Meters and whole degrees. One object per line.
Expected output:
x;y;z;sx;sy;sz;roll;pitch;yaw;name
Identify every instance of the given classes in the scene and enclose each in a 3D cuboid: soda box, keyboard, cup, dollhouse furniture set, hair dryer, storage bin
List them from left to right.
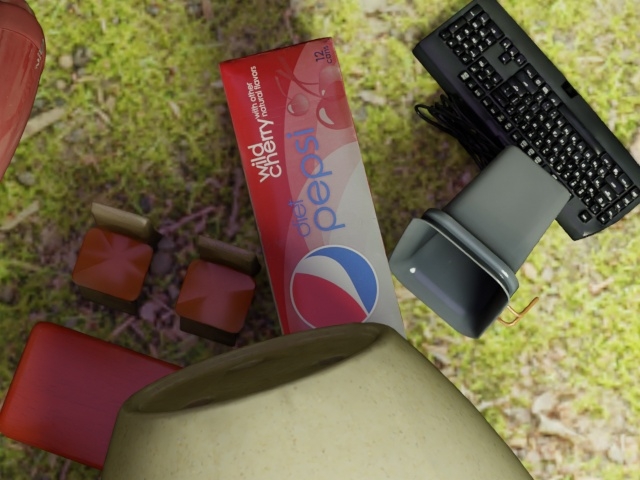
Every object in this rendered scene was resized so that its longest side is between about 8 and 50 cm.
-0.293;-0.098;1.217;0.223;0.080;0.293;-41;51;-5;hair dryer
-0.185;0.097;1.185;0.259;0.135;0.262;18;81;3;dollhouse furniture set
-0.004;0.184;1.045;0.331;0.331;0.237;-16;96;-3;cup
0.000;0.000;1.223;0.083;0.092;0.263;-14;81;0;soda box
0.118;0.001;1.208;0.098;0.135;0.091;41;73;6;storage bin
0.145;-0.082;1.265;0.100;0.038;0.192;-40;82;-6;keyboard
